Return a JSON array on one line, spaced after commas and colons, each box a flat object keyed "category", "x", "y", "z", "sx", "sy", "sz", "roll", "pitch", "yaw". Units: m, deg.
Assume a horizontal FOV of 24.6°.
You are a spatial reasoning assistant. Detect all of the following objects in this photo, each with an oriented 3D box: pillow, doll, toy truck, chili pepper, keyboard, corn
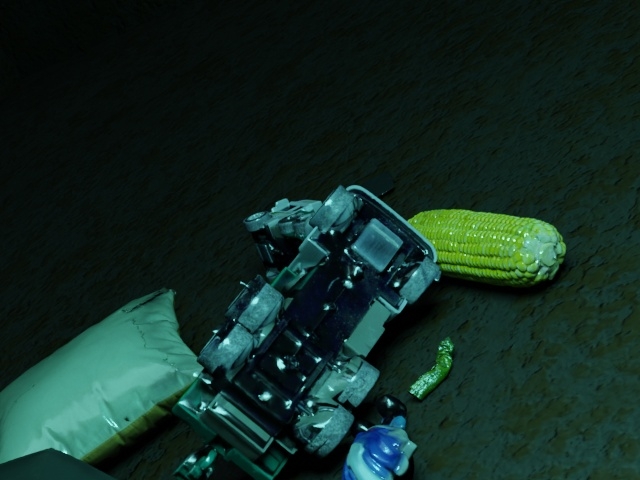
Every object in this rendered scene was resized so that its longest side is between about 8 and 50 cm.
[{"category": "pillow", "x": -0.287, "y": 0.195, "z": 1.843, "sx": 0.310, "sy": 0.119, "sz": 0.312, "roll": -32, "pitch": 21, "yaw": -4}, {"category": "doll", "x": 0.057, "y": 0.210, "z": 1.391, "sx": 0.096, "sy": 0.070, "sz": 0.195, "roll": -53, "pitch": 9, "yaw": 15}, {"category": "toy truck", "x": -0.025, "y": 0.107, "z": 1.575, "sx": 0.363, "sy": 0.176, "sz": 0.178, "roll": -52, "pitch": 3, "yaw": -34}, {"category": "chili pepper", "x": 0.120, "y": 0.133, "z": 1.524, "sx": 0.027, "sy": 0.022, "sz": 0.083, "roll": -5, "pitch": 39, "yaw": 49}, {"category": "keyboard", "x": 0.017, "y": -0.034, "z": 2.051, "sx": 0.196, "sy": 0.015, "sz": 0.074, "roll": -32, "pitch": 25, "yaw": 6}, {"category": "corn", "x": 0.178, "y": 0.007, "z": 1.632, "sx": 0.081, "sy": 0.081, "sz": 0.248, "roll": -42, "pitch": 22, "yaw": -20}, {"category": "toy truck", "x": 0.000, "y": 0.000, "z": 1.884, "sx": 0.116, "sy": 0.110, "sz": 0.216, "roll": -29, "pitch": 17, "yaw": -24}]

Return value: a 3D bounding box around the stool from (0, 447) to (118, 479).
[{"category": "stool", "x": -0.264, "y": 0.324, "z": 1.403, "sx": 0.232, "sy": 0.232, "sz": 0.141, "roll": -25, "pitch": 25, "yaw": 22}]
